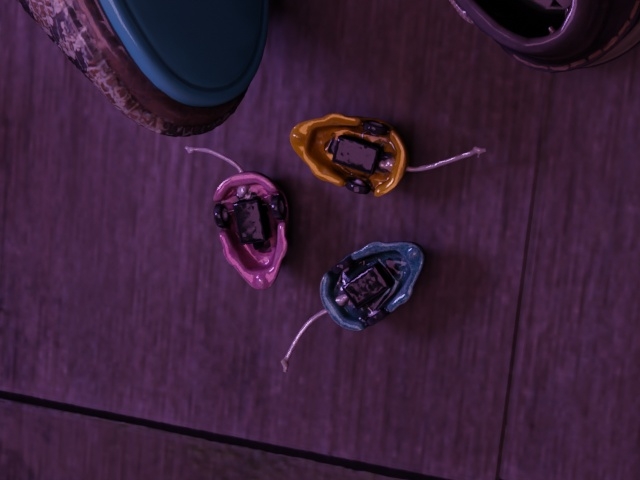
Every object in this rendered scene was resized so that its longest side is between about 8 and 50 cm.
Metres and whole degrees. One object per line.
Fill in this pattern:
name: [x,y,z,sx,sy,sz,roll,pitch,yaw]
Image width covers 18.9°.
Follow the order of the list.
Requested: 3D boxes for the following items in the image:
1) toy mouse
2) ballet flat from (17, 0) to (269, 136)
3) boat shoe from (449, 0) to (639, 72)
toy mouse: [0.000,0.000,1.012,0.161,0.031,0.143,14,105,14]
ballet flat: [-0.144,-0.282,0.946,0.182,0.164,0.482,-8,95,40]
boat shoe: [0.059,-0.242,0.886,0.132,0.130,0.355,-29,93,21]
